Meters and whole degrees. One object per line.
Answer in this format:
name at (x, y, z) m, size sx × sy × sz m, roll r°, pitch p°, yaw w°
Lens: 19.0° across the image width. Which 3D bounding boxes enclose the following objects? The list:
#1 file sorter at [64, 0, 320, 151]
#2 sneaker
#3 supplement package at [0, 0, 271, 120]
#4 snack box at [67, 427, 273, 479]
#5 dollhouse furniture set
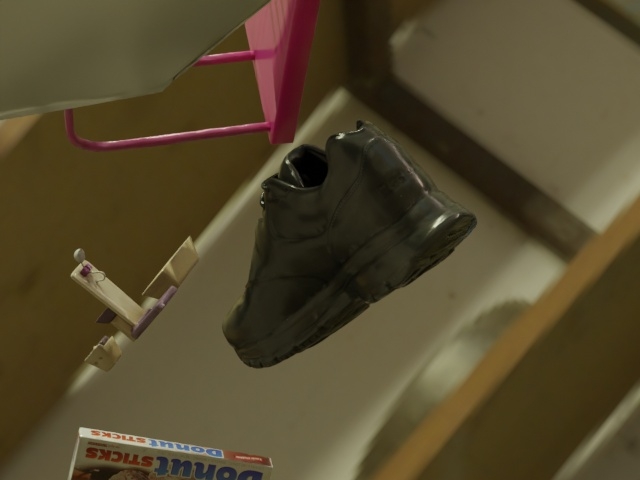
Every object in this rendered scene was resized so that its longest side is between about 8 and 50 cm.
file sorter at (-0.123, -0.238, 1.436) m, size 0.182 × 0.290 × 0.202 m, roll -7°, pitch -28°, yaw -11°
sneaker at (0.000, 0.000, 1.426) m, size 0.109 × 0.130 × 0.286 m, roll -35°, pitch -2°, yaw -40°
supplement package at (-0.131, -0.170, 0.982) m, size 0.204 × 0.145 × 0.262 m, roll -13°, pitch -10°, yaw -34°
snack box at (-0.137, 0.215, 1.735) m, size 0.022 × 0.178 × 0.064 m, roll -111°, pitch 33°, yaw -67°
dollhouse furniture set at (-0.161, 0.030, 1.546) m, size 0.091 × 0.081 × 0.114 m, roll -47°, pitch 5°, yaw 33°
